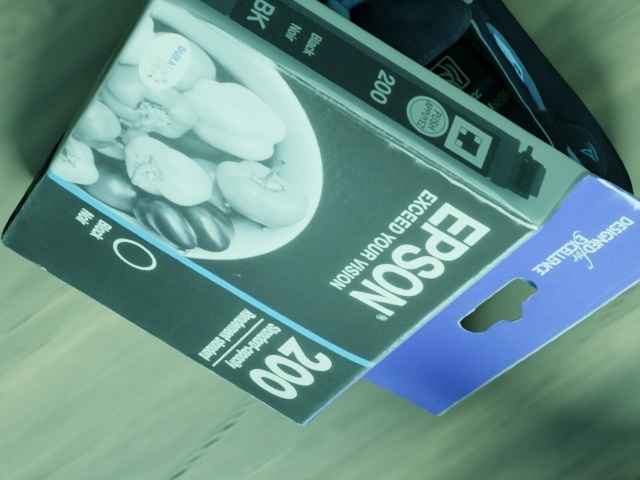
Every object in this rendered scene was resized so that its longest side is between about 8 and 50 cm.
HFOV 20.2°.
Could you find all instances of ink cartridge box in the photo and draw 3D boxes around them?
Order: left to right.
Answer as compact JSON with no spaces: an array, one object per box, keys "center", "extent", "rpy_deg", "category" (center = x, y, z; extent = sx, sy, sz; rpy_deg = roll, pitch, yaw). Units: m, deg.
[{"center":[0.000,0.000,0.677],"extent":[0.208,0.045,0.206],"rpy_deg":[30,147,-10],"category":"ink cartridge box"}]

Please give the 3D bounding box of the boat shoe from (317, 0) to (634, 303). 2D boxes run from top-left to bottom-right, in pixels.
[{"center":[0.034,-0.077,0.688],"extent":[0.258,0.089,0.109],"rpy_deg":[36,106,-11],"category":"boat shoe"}]
